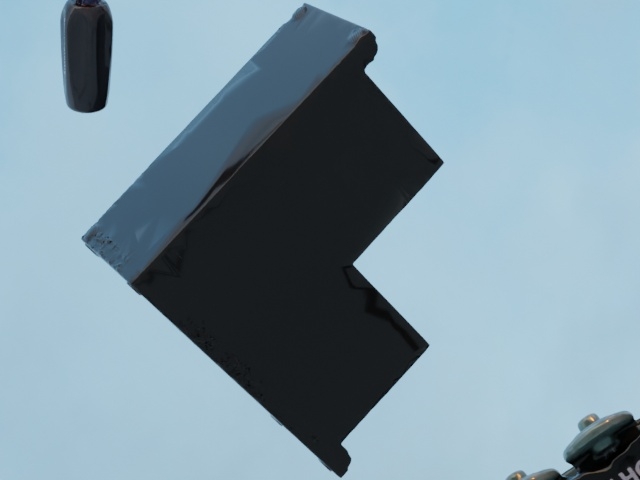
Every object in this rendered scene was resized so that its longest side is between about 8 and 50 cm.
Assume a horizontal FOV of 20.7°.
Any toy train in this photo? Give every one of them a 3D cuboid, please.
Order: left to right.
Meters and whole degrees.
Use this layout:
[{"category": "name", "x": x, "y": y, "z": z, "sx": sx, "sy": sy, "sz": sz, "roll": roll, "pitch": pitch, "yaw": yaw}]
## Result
[{"category": "toy train", "x": 0.297, "y": 0.234, "z": 1.658, "sx": 0.334, "sy": 0.142, "sz": 0.190, "roll": -36, "pitch": -20, "yaw": 6}]

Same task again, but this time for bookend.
[{"category": "bookend", "x": 0.000, "y": 0.000, "z": 0.835, "sx": 0.157, "sy": 0.072, "sz": 0.156, "roll": -48, "pitch": -59, "yaw": -5}]

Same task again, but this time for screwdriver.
[{"category": "screwdriver", "x": -0.101, "y": -0.134, "z": 0.747, "sx": 0.024, "sy": 0.025, "sz": 0.170, "roll": 7, "pitch": -61, "yaw": 8}]
